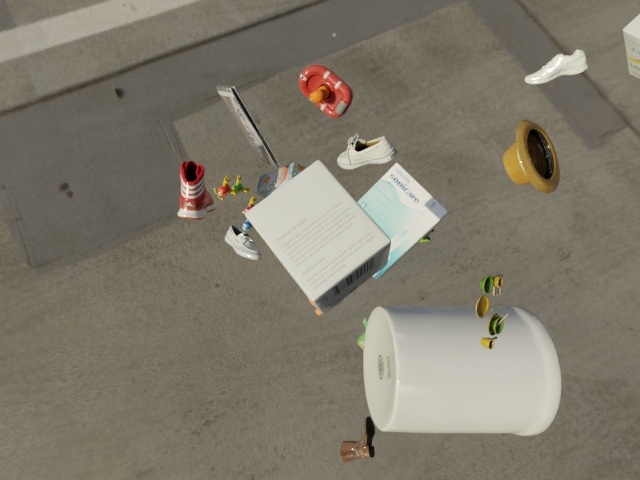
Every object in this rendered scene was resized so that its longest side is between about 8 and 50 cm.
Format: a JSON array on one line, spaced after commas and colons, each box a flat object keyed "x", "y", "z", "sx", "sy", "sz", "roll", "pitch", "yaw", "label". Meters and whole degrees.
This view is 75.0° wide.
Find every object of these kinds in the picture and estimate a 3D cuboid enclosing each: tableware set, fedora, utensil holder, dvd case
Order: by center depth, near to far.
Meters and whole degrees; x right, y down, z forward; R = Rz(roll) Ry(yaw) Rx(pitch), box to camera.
[{"x": 0.350, "y": 0.144, "z": 0.849, "sx": 0.104, "sy": 0.024, "sz": 0.153, "roll": -3, "pitch": 99, "yaw": -39, "label": "tableware set"}, {"x": 0.500, "y": -0.195, "z": 1.009, "sx": 0.195, "sy": 0.079, "sz": 0.194, "roll": 12, "pitch": 68, "yaw": -34, "label": "fedora"}, {"x": -0.187, "y": -0.292, "z": 1.069, "sx": 0.018, "sy": 0.164, "sz": 0.221, "roll": -35, "pitch": 121, "yaw": -9, "label": "dvd case"}, {"x": 0.332, "y": 0.325, "z": 1.073, "sx": 0.387, "sy": 0.327, "sz": 0.327, "roll": 3, "pitch": 70, "yaw": -7, "label": "utensil holder"}]

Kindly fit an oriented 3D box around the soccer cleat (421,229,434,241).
[{"x": 0.439, "y": -0.070, "z": 1.743, "sx": 0.073, "sy": 0.178, "sz": 0.060, "roll": 0, "pitch": 38, "yaw": 4, "label": "soccer cleat"}]

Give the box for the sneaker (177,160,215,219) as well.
[{"x": -0.301, "y": -0.136, "z": 1.035, "sx": 0.087, "sy": 0.221, "sz": 0.127, "roll": 5, "pitch": 108, "yaw": -16, "label": "sneaker"}]

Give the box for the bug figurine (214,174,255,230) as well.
[{"x": -0.371, "y": -0.174, "z": 1.934, "sx": 0.072, "sy": 0.216, "sz": 0.278, "roll": -25, "pitch": 108, "yaw": 21, "label": "bug figurine"}]

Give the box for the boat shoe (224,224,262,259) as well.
[{"x": -0.309, "y": 0.003, "z": 1.655, "sx": 0.226, "sy": 0.083, "sz": 0.075, "roll": 28, "pitch": 110, "yaw": 37, "label": "boat shoe"}]

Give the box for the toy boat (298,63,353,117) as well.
[{"x": 0.008, "y": -0.591, "z": 1.666, "sx": 0.231, "sy": 0.151, "sz": 0.151, "roll": 42, "pitch": 41, "yaw": 2, "label": "toy boat"}]

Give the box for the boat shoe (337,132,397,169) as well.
[{"x": 0.188, "y": -0.444, "z": 2.010, "sx": 0.135, "sy": 0.367, "sz": 0.156, "roll": -52, "pitch": 121, "yaw": -21, "label": "boat shoe"}]

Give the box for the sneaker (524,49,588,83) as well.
[{"x": 0.639, "y": -0.474, "z": 1.139, "sx": 0.152, "sy": 0.061, "sz": 0.053, "roll": -11, "pitch": 32, "yaw": 27, "label": "sneaker"}]

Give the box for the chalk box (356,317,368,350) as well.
[{"x": 0.246, "y": 0.431, "z": 1.794, "sx": 0.132, "sy": 0.132, "sz": 0.213, "roll": -36, "pitch": 70, "yaw": -16, "label": "chalk box"}]

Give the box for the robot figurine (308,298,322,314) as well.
[{"x": 0.023, "y": 0.192, "z": 1.555, "sx": 0.128, "sy": 0.219, "sz": 0.157, "roll": -13, "pitch": 81, "yaw": 12, "label": "robot figurine"}]

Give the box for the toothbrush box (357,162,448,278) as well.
[{"x": 0.215, "y": -0.058, "z": 1.303, "sx": 0.216, "sy": 0.126, "sz": 0.295, "roll": 46, "pitch": 103, "yaw": 12, "label": "toothbrush box"}]

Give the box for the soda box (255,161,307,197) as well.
[{"x": -0.103, "y": -0.159, "z": 1.146, "sx": 0.063, "sy": 0.183, "sz": 0.058, "roll": 21, "pitch": 72, "yaw": -34, "label": "soda box"}]

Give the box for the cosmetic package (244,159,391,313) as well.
[{"x": 0.000, "y": 0.000, "z": 0.699, "sx": 0.151, "sy": 0.151, "sz": 0.183, "roll": -37, "pitch": 72, "yaw": -6, "label": "cosmetic package"}]

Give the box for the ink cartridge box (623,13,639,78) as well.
[{"x": 0.818, "y": -0.460, "z": 0.971, "sx": 0.127, "sy": 0.176, "sz": 0.128, "roll": -45, "pitch": 49, "yaw": 19, "label": "ink cartridge box"}]

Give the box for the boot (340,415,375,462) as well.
[{"x": 0.095, "y": 0.540, "z": 1.130, "sx": 0.037, "sy": 0.114, "sz": 0.106, "roll": 30, "pitch": 46, "yaw": -28, "label": "boot"}]
